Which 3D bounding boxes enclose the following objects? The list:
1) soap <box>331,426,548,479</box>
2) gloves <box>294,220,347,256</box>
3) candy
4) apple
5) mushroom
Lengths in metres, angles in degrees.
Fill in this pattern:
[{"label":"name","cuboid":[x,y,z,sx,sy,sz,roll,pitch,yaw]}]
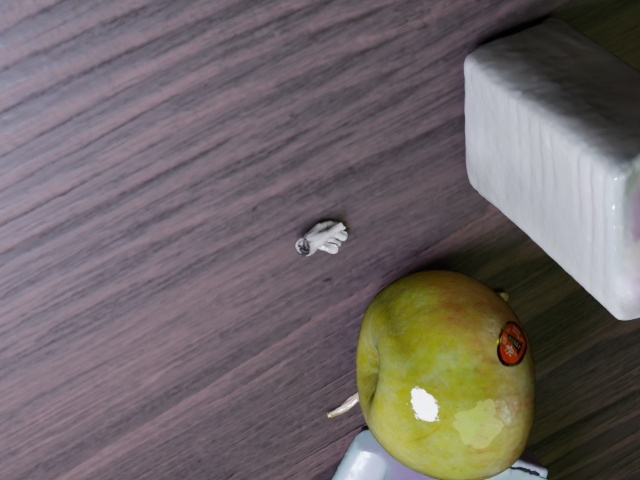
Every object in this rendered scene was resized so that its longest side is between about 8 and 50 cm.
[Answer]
[{"label":"soap","cuboid":[0.109,0.438,1.860,0.261,0.156,0.446,22,103,-26]},{"label":"gloves","cuboid":[0.000,-0.002,1.611,0.081,0.037,0.044,-9,164,-40]},{"label":"candy","cuboid":[0.289,-0.083,1.503,0.145,0.358,0.208,-19,125,-15]},{"label":"apple","cuboid":[0.147,0.167,1.666,0.194,0.261,0.261,0,122,-15]},{"label":"mushroom","cuboid":[0.129,0.152,1.801,0.286,0.026,0.028,-35,115,1]}]
